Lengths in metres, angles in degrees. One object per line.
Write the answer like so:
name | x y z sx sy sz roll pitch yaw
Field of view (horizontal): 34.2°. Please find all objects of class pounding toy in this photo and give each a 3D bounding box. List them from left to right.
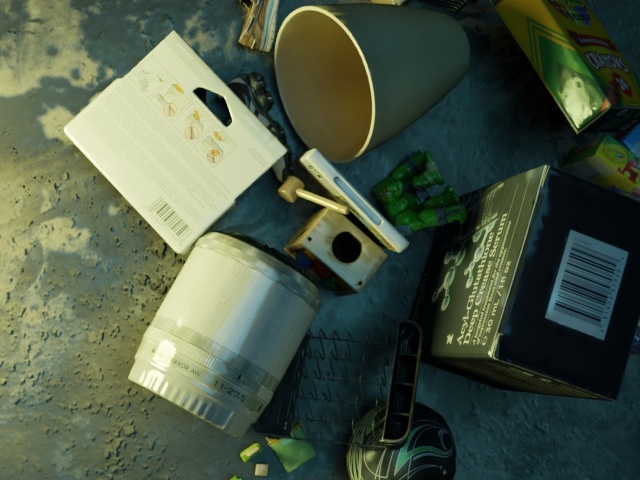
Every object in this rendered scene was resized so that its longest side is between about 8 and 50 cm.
pounding toy | -0.002 -0.005 1.679 0.206 0.181 0.094 41 77 -7

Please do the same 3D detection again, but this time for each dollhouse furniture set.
dollhouse furniture set | -0.077 0.358 1.686 0.152 0.058 0.076 -33 94 -15

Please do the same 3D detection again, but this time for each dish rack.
dish rack | 0.021 0.226 1.649 0.272 0.074 0.208 3 57 13

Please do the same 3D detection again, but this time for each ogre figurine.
ogre figurine | 0.161 -0.071 1.748 0.118 0.097 0.197 -29 59 1

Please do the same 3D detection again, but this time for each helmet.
helmet | 0.122 0.348 1.688 0.162 0.169 0.169 -1 84 -30

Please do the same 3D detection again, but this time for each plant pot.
plant pot | 0.107 -0.289 1.724 0.274 0.256 0.256 -23 91 -32

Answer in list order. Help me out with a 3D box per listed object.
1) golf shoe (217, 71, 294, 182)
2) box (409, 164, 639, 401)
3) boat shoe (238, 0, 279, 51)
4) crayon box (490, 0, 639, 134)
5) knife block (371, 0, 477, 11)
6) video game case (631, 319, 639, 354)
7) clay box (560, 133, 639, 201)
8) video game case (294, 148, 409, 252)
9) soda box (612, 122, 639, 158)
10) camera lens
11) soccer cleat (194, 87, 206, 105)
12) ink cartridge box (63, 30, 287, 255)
golf shoe | -0.106 -0.179 1.735 0.094 0.077 0.198 -21 88 2
box | 0.319 0.077 1.643 0.212 0.395 0.293 20 79 -11
boat shoe | -0.102 -0.414 1.754 0.066 0.066 0.183 7 83 -12
crayon box | 0.426 -0.333 1.783 0.202 0.081 0.318 -9 64 -51
knife block | 0.174 -0.515 1.826 0.242 0.088 0.275 -39 94 -16
video game case | 0.539 0.057 1.873 0.232 0.042 0.210 34 86 -9
clay box | 0.555 -0.097 1.862 0.222 0.127 0.053 34 76 -10
video game case | 0.045 -0.065 1.675 0.026 0.227 0.206 -45 96 -3
soda box | 0.623 -0.120 1.910 0.067 0.071 0.210 -44 96 -15
camera lens | -0.143 0.139 1.608 0.219 0.219 0.274 31 78 -10
soccer cleat | -0.213 -0.199 1.700 0.060 0.072 0.178 2 84 -14
ink cartridge box | -0.229 -0.155 1.658 0.239 0.060 0.275 -43 88 -4
